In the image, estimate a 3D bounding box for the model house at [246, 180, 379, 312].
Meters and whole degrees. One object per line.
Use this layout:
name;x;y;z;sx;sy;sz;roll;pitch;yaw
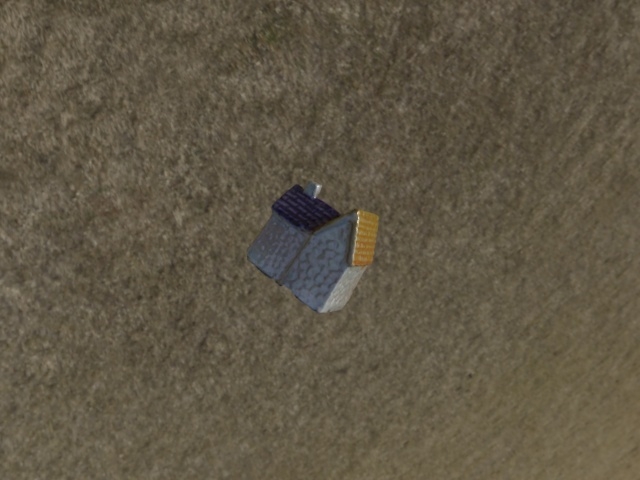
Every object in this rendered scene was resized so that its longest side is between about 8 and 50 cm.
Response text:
model house;0.000;0.000;0.645;0.100;0.100;0.088;-59;163;10
